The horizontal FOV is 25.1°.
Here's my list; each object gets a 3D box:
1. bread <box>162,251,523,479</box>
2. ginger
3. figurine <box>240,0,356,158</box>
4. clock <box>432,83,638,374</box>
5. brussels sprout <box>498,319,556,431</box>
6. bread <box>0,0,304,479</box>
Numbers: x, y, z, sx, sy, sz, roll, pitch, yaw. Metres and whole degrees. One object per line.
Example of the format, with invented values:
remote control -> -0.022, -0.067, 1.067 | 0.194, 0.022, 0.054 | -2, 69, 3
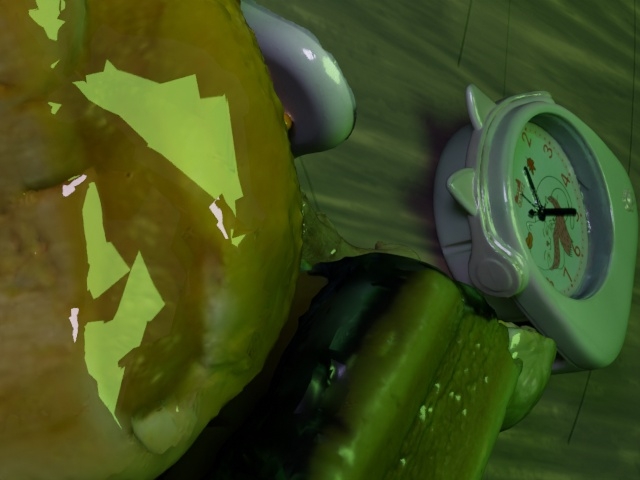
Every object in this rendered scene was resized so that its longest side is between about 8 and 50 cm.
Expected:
bread -> 0.007, 0.183, 1.162 | 0.251, 0.208, 0.377 | 58, 41, -33
ginger -> 0.000, 0.000, 1.329 | 0.288, 0.075, 0.089 | 18, 61, -43
figurine -> -0.104, -0.096, 1.117 | 0.141, 0.250, 0.167 | -40, 115, -29
clock -> 0.230, -0.027, 1.586 | 0.324, 0.108, 0.265 | 41, 52, -36
brussels sprout -> 0.155, 0.138, 1.420 | 0.151, 0.149, 0.122 | 9, 86, -10
bread -> -0.207, -0.017, 0.832 | 0.250, 0.394, 0.361 | -45, 120, -75
